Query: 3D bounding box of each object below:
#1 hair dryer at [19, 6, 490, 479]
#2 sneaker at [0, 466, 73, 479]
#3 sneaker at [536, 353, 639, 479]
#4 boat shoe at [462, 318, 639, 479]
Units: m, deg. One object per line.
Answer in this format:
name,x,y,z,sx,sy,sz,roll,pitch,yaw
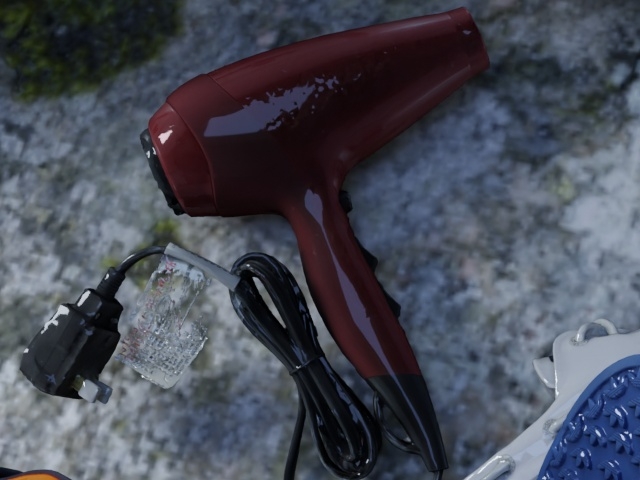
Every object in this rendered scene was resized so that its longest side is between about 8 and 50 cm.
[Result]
hair dryer,0.000,0.000,0.810,0.224,0.080,0.293,27,85,3
sneaker,-0.132,0.220,0.688,0.180,0.124,0.321,-33,48,-2
sneaker,0.141,0.151,0.655,0.081,0.090,0.232,43,127,51
boat shoe,0.137,0.080,0.725,0.258,0.095,0.084,-44,73,-5
